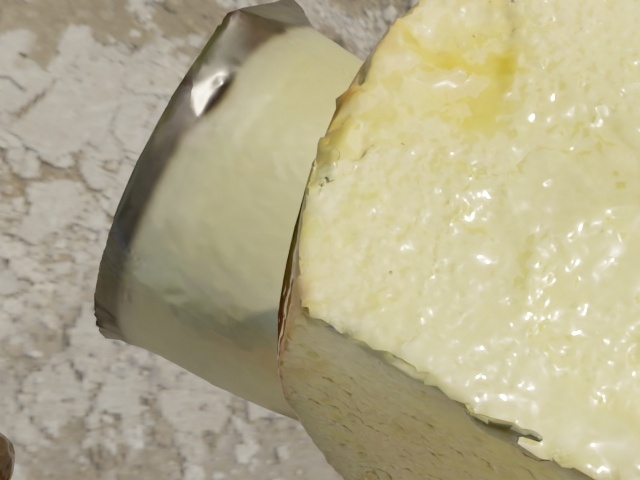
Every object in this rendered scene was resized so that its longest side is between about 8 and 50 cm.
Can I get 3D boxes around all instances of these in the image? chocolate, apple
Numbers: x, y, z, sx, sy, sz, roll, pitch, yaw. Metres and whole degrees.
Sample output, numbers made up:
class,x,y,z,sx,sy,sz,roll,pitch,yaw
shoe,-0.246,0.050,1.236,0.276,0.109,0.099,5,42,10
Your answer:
class,x,y,z,sx,sy,sz,roll,pitch,yaw
chocolate,0.000,0.000,1.229,0.297,0.326,0.314,28,105,3
apple,0.140,0.005,0.776,0.252,0.314,0.309,5,53,41

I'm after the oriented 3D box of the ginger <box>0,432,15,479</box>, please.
class,x,y,z,sx,sy,sz,roll,pitch,yaw
ginger,-0.430,0.155,1.526,0.172,0.165,0.321,-31,68,12
